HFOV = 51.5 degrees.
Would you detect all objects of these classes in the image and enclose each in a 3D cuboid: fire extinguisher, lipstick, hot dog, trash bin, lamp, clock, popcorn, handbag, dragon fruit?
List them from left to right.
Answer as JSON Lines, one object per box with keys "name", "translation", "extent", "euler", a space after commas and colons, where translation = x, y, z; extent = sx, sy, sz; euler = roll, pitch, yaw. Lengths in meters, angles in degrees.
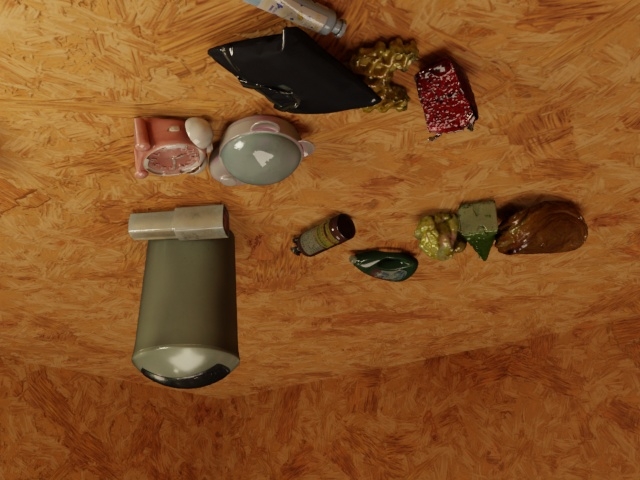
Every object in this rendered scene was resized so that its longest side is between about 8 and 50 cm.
{"name": "clock", "translation": [-0.307, -0.201, 1.386], "extent": [0.162, 0.093, 0.166], "euler": [-4, 156, -19]}
{"name": "lipstick", "translation": [-0.368, -0.041, 1.732], "extent": [0.252, 0.077, 0.079], "euler": [-5, 155, 5]}
{"name": "trash bin", "translation": [-0.358, 0.184, 1.805], "extent": [0.280, 0.432, 0.280], "euler": [-2, 155, -1]}
{"name": "lamp", "translation": [-0.142, -0.174, 1.423], "extent": [0.246, 0.108, 0.179], "euler": [-23, 144, 39]}
{"name": "handbag", "translation": [-0.047, -0.290, 1.173], "extent": [0.211, 0.089, 0.254], "euler": [1, 164, 43]}
{"name": "fire extinguisher", "translation": [-0.002, 0.006, 1.871], "extent": [0.106, 0.075, 0.252], "euler": [18, 148, -38]}
{"name": "popcorn", "translation": [0.326, -0.009, 1.810], "extent": [0.126, 0.126, 0.145], "euler": [-9, 138, 39]}
{"name": "dragon fruit", "translation": [0.235, -0.275, 1.251], "extent": [0.102, 0.096, 0.147], "euler": [-15, 110, 18]}
{"name": "hot dog", "translation": [0.600, -0.025, 1.802], "extent": [0.272, 0.122, 0.196], "euler": [-5, 160, -30]}

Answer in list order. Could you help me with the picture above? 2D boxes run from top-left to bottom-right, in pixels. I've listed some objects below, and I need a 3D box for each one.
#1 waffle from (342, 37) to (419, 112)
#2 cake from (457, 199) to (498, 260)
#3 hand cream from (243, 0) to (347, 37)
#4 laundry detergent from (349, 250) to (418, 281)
{"name": "waffle", "translation": [0.115, -0.297, 1.240], "extent": [0.149, 0.051, 0.194], "euler": [-5, 155, 11]}
{"name": "cake", "translation": [0.453, -0.022, 1.813], "extent": [0.099, 0.100, 0.235], "euler": [-12, 153, 22]}
{"name": "hand cream", "translation": [-0.036, -0.372, 1.070], "extent": [0.170, 0.043, 0.065], "euler": [14, 151, -27]}
{"name": "laundry detergent", "translation": [0.189, 0.070, 2.048], "extent": [0.210, 0.063, 0.137], "euler": [14, 149, -27]}
